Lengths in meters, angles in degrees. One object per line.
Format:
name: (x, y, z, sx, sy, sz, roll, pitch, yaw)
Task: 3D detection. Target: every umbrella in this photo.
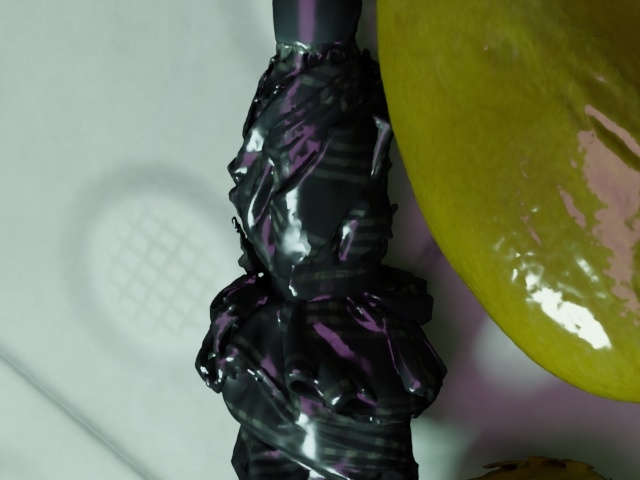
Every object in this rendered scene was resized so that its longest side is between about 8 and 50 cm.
umbrella: (0.010, 0.004, 1.115, 0.154, 0.128, 0.337, 18, 113, 22)

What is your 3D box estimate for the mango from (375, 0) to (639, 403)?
mango: (0.135, -0.057, 1.026, 0.195, 0.142, 0.332, -38, 82, 28)

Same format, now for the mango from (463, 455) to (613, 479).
mango: (0.081, 0.218, 1.115, 0.248, 0.156, 0.151, -29, 135, 6)
